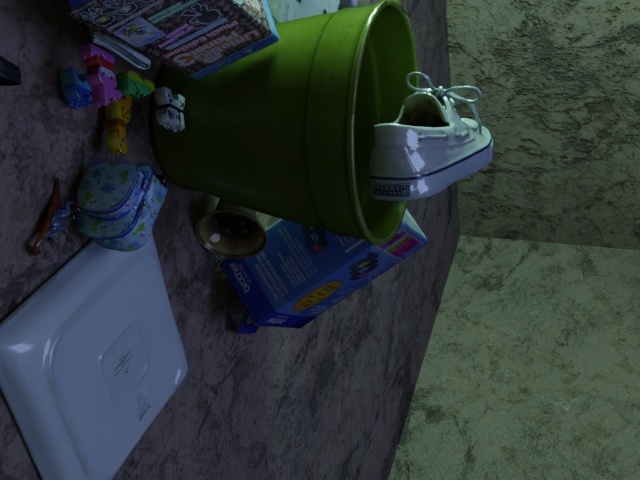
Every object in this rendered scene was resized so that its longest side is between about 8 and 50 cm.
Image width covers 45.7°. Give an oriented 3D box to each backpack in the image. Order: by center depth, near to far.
[{"bbox_3d":[-0.273,-0.049,1.015,0.084,0.105,0.114,50,49,-62],"label":"backpack"}]

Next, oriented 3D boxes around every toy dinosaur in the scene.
[{"bbox_3d":[-0.343,-0.020,0.959,0.090,0.047,0.082,56,40,-8],"label":"toy dinosaur"}]

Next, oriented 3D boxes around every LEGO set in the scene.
[{"bbox_3d":[-0.269,-0.170,1.015,0.227,0.087,0.093,17,64,-69],"label":"LEGO set"}]

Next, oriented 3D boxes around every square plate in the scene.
[{"bbox_3d":[-0.297,0.172,1.088,0.347,0.049,0.343,-57,146,-51],"label":"square plate"}]

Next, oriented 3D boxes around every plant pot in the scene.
[{"bbox_3d":[-0.057,-0.187,1.205,0.366,0.353,0.366,5,90,-69],"label":"plant pot"}]

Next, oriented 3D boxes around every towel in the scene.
[{"bbox_3d":[-0.274,-0.299,0.972,0.151,0.023,0.113,67,14,17],"label":"towel"}]

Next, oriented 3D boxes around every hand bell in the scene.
[{"bbox_3d":[-0.147,-0.098,1.394,0.126,0.126,0.242,72,17,-47],"label":"hand bell"}]

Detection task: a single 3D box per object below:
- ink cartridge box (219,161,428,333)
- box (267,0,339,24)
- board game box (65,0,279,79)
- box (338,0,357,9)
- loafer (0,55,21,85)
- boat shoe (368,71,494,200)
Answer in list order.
[{"bbox_3d":[-0.009,0.041,1.476,0.151,0.396,0.270,60,11,16],"label":"ink cartridge box"},{"bbox_3d":[-0.054,-0.458,1.530,0.290,0.087,0.169,11,85,-69],"label":"box"},{"bbox_3d":[-0.200,-0.368,0.962,0.291,0.141,0.231,7,64,-70],"label":"board game box"},{"bbox_3d":[0.007,-0.596,1.693,0.324,0.067,0.063,8,87,-69],"label":"box"},{"bbox_3d":[-0.371,-0.203,0.777,0.170,0.062,0.061,22,70,-70],"label":"loafer"},{"bbox_3d":[0.167,-0.176,1.143,0.367,0.136,0.156,-29,119,-54],"label":"boat shoe"}]
